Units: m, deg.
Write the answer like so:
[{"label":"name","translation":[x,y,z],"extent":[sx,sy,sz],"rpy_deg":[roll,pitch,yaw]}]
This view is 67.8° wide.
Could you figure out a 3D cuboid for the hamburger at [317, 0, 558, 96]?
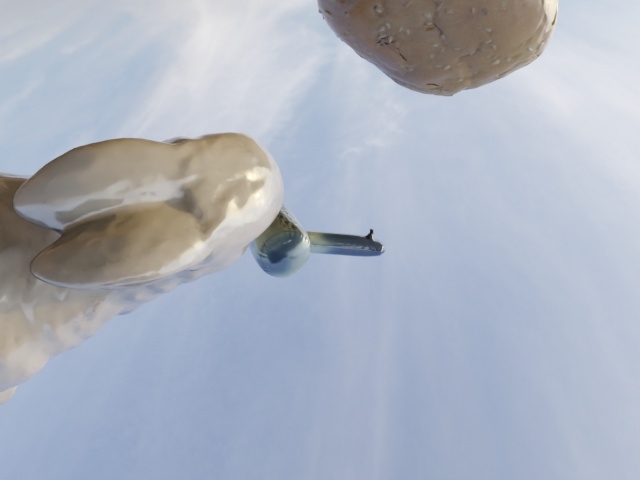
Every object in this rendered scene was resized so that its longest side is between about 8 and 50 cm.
[{"label":"hamburger","translation":[0.138,-0.290,0.566],"extent":[0.259,0.283,0.145],"rpy_deg":[-20,-121,44]}]

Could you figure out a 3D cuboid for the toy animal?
[{"label":"toy animal","translation":[-0.208,0.002,0.401],"extent":[0.357,0.258,0.194],"rpy_deg":[-23,-105,10]}]

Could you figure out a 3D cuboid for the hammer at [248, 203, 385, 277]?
[{"label":"hammer","translation":[0.000,0.000,0.611],"extent":[0.193,0.070,0.116],"rpy_deg":[5,-155,-27]}]
